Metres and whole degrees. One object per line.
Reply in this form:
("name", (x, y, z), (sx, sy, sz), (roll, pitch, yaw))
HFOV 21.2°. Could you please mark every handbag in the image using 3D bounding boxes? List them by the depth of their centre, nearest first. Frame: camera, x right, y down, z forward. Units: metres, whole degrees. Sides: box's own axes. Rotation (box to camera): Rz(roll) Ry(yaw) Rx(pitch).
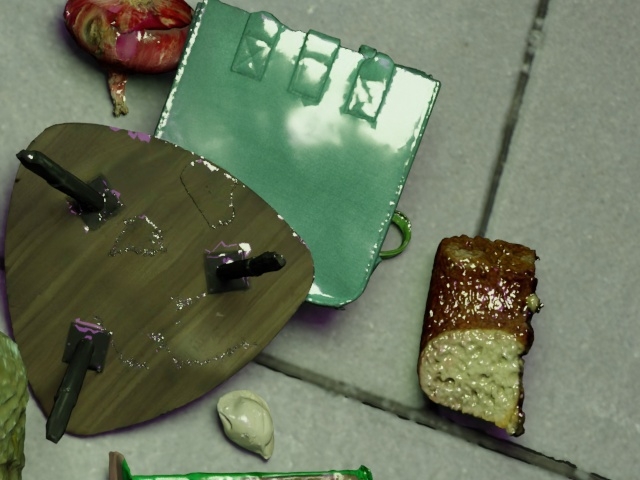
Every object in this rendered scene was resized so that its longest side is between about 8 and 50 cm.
("handbag", (-0.038, -0.086, 1.771), (0.268, 0.100, 0.274), (16, 91, 0))

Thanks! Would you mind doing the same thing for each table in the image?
("table", (-0.190, 0.023, 1.596), (0.317, 0.249, 0.317), (0, 91, -1))

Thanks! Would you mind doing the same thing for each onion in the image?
("onion", (-0.204, -0.201, 1.829), (0.150, 0.140, 0.150), (10, 26, -5))

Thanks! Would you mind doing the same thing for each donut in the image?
("donut", (0.169, 0.096, 1.833), (0.126, 0.144, 0.187), (13, 98, -6))

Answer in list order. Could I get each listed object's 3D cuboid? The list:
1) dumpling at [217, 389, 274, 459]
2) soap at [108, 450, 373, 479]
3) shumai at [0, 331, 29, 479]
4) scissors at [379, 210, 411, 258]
("dumpling", (-0.072, 0.184, 1.761), (0.077, 0.043, 0.059), (33, 43, -1))
("soap", (-0.068, 0.307, 1.686), (0.273, 0.098, 0.218), (1, 71, -17))
("shumai", (-0.448, 0.235, 1.496), (0.323, 0.324, 0.398), (16, 72, 8))
("scissors", (0.000, 0.000, 1.854), (0.204, 0.027, 0.101), (-25, 79, -22))
